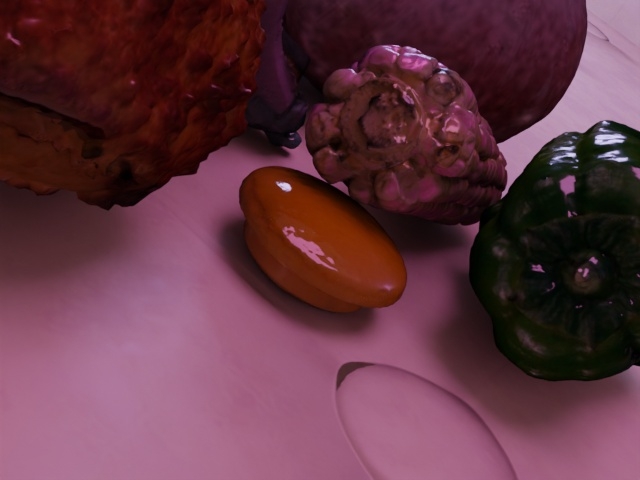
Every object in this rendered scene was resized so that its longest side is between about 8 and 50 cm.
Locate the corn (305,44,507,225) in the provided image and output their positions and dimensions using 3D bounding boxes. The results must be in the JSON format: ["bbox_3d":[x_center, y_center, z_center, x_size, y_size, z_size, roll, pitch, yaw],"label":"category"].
[{"bbox_3d":[0.087,-0.076,0.880,0.127,0.126,0.335,41,9,15],"label":"corn"}]

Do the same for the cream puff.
[{"bbox_3d":[-0.178,-0.163,0.591,0.351,0.228,0.350,28,10,-5],"label":"cream puff"}]

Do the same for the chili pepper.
[{"bbox_3d":[0.219,0.009,0.885,0.168,0.213,0.385,-4,4,20],"label":"chili pepper"}]

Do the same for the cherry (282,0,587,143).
[{"bbox_3d":[0.114,-0.262,1.081,0.335,0.291,0.326,19,69,-26],"label":"cherry"}]

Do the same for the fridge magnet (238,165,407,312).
[{"bbox_3d":[0.000,0.000,0.767,0.143,0.063,0.143,28,26,-16],"label":"fridge magnet"}]

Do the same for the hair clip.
[{"bbox_3d":[-0.061,-0.183,0.793,0.110,0.096,0.358,58,-3,20],"label":"hair clip"}]
